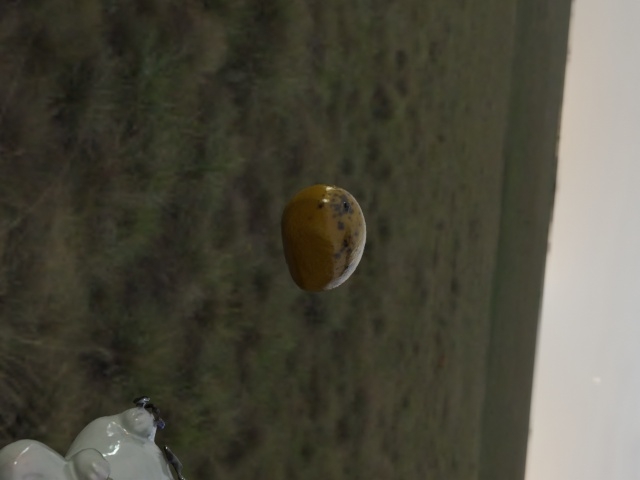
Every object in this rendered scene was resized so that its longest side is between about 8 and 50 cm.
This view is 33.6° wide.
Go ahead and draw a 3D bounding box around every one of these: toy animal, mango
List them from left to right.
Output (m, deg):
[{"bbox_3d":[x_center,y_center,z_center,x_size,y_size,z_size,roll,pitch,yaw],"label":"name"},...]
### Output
[{"bbox_3d":[-0.302,0.299,1.178,0.310,0.247,0.182,-13,95,-44],"label":"toy animal"},{"bbox_3d":[0.000,0.000,0.944,0.057,0.079,0.114,-56,166,-51],"label":"mango"}]
